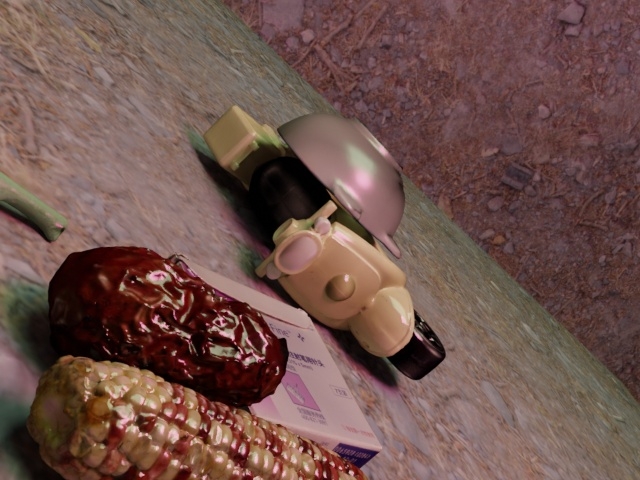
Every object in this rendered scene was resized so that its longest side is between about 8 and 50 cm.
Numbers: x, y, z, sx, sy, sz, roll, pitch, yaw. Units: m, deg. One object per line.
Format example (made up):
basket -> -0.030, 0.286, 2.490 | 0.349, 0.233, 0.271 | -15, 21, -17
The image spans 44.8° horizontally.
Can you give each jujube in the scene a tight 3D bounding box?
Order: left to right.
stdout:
jujube -> -0.101, 0.062, 0.516 | 0.166, 0.104, 0.104 | 20, 18, -2

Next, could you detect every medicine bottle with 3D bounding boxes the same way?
medicine bottle -> -0.048, 0.114, 0.671 | 0.201, 0.052, 0.171 | 31, 22, -50

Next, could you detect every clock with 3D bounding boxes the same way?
clock -> 0.000, 0.000, 0.992 | 0.276, 0.120, 0.379 | 35, 14, -46

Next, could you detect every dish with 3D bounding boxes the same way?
dish -> 0.052, -0.089, 0.990 | 0.228, 0.086, 0.236 | 42, 9, -39

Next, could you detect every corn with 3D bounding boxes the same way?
corn -> -0.063, 0.145, 0.483 | 0.253, 0.086, 0.086 | 36, 19, -35

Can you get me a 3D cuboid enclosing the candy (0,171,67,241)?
candy -> -0.321, -0.124, 0.465 | 0.440, 0.119, 0.119 | 42, 14, -43
